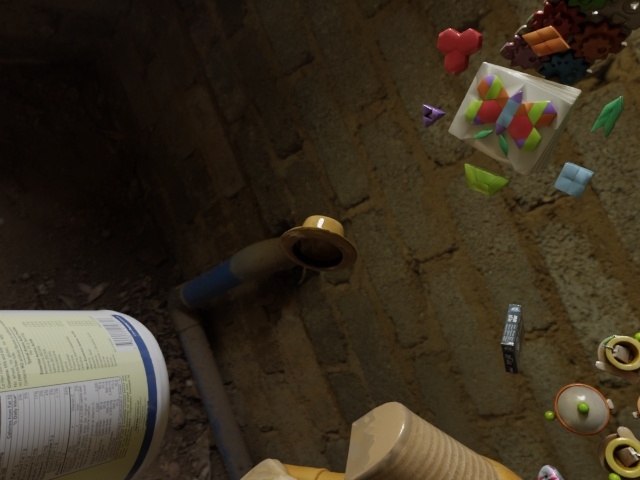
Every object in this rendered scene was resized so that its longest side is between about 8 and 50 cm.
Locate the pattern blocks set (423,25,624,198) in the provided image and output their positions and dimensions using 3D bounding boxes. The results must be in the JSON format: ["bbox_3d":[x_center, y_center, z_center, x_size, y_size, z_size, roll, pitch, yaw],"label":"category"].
[{"bbox_3d":[0.323,-0.214,0.813,0.026,0.324,0.286,-19,124,-48],"label":"pattern blocks set"}]

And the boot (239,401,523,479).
[{"bbox_3d":[0.042,0.254,0.361,0.211,0.295,0.104,43,31,-9],"label":"boot"}]

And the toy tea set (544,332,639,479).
[{"bbox_3d":[0.604,0.287,0.912,0.200,0.336,0.124,36,-5,31],"label":"toy tea set"}]

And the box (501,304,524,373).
[{"bbox_3d":[0.300,0.152,0.739,0.083,0.018,0.067,-55,135,-42],"label":"box"}]

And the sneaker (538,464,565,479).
[{"bbox_3d":[0.373,0.393,0.706,0.057,0.047,0.119,-9,62,-29],"label":"sneaker"}]

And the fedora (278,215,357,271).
[{"bbox_3d":[0.000,0.000,1.079,0.194,0.194,0.079,33,56,-30],"label":"fedora"}]

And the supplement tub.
[{"bbox_3d":[-0.359,0.193,0.514,0.324,0.235,0.236,14,59,-60],"label":"supplement tub"}]

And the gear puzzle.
[{"bbox_3d":[0.460,-0.370,0.781,0.175,0.339,0.044,22,69,-7],"label":"gear puzzle"}]
